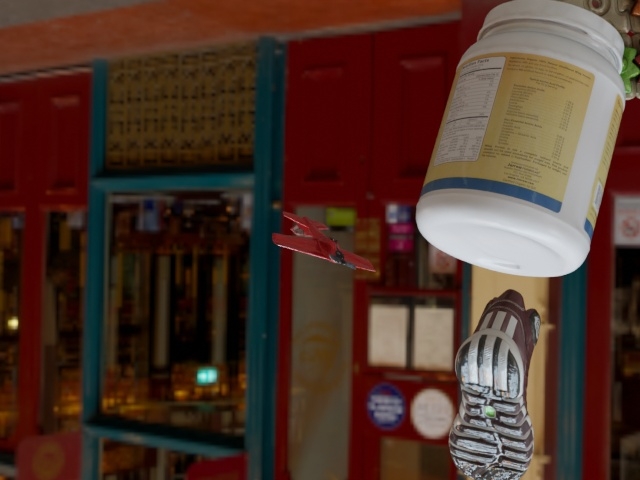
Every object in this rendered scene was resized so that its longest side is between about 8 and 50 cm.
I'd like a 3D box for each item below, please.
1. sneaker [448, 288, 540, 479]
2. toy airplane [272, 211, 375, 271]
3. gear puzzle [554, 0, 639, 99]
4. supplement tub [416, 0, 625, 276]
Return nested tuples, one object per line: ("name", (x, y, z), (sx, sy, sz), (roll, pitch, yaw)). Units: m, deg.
("sneaker", (0.236, 0.176, 1.359), (0.106, 0.281, 0.162), (15, -133, 17))
("toy airplane", (0.000, 0.000, 1.343), (0.151, 0.028, 0.151), (22, -169, -4))
("gear puzzle", (0.364, -0.251, 1.275), (0.339, 0.175, 0.044), (-5, 179, -5))
("supplement tub", (0.171, -0.083, 0.902), (0.144, 0.200, 0.144), (17, 165, 5))
